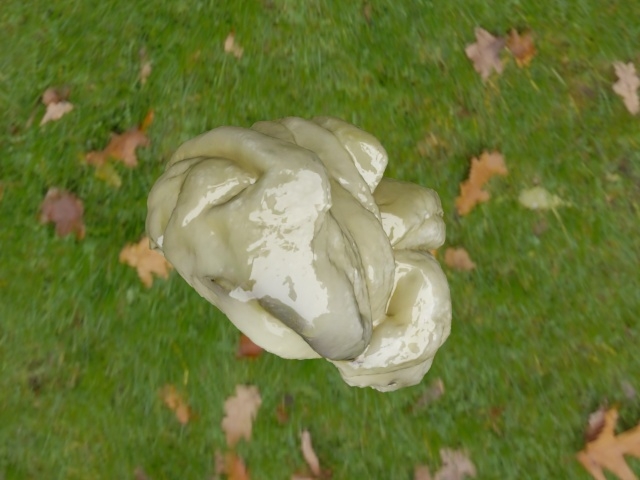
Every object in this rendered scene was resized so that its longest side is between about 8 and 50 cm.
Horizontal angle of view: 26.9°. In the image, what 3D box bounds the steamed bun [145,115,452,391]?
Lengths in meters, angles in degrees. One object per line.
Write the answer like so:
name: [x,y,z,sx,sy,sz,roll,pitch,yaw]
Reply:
steamed bun: [-0.001,-0.001,1.351,0.230,0.325,0.372,-52,140,4]
